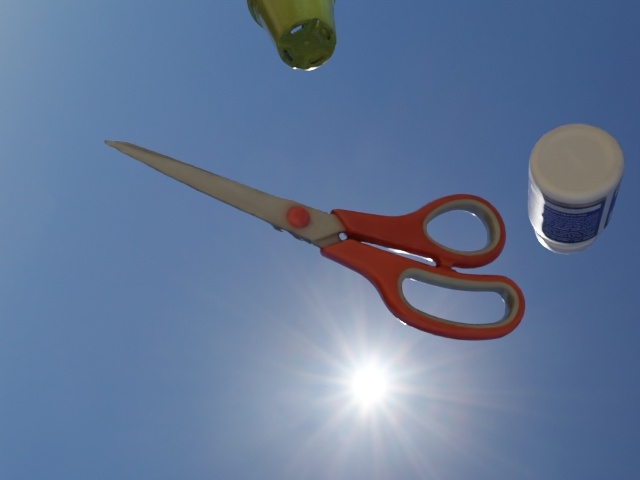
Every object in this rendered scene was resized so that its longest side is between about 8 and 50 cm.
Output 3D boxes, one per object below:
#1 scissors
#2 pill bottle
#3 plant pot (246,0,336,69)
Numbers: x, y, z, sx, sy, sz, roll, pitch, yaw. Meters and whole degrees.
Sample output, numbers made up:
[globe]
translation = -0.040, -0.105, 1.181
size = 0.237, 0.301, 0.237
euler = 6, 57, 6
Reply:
[scissors]
translation = 0.000, 0.000, 0.438
size = 0.021, 0.296, 0.109
euler = 128, -31, -66
[pill bottle]
translation = 0.461, -0.082, 1.210
size = 0.153, 0.265, 0.153
euler = -7, -116, 14
[plant pot]
translation = -0.018, -0.193, 0.573
size = 0.083, 0.083, 0.079
euler = -38, -134, 26
